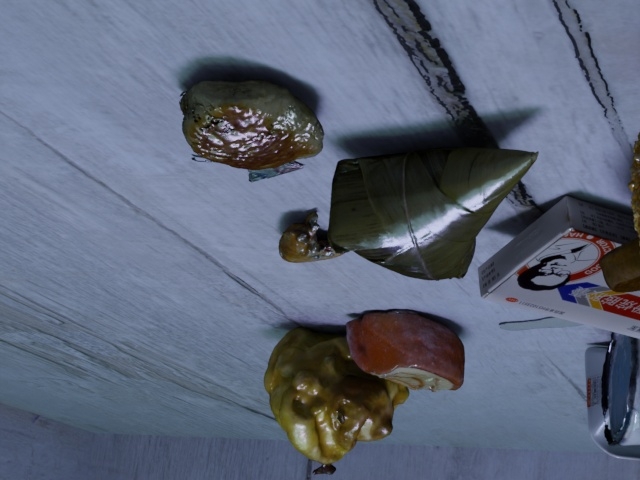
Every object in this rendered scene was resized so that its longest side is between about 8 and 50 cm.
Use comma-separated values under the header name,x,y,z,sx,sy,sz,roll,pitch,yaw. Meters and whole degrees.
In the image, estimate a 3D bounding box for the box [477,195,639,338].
name,x,y,z,sx,sy,sz,roll,pitch,yaw
box,0.435,0.051,1.796,0.353,0.069,0.214,16,143,-24

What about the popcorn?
name,x,y,z,sx,sy,sz,roll,pitch,yaw
popcorn,0.040,0.297,2.512,0.297,0.280,0.316,6,-157,-16

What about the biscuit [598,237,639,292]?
name,x,y,z,sx,sy,sz,roll,pitch,yaw
biscuit,0.538,-0.007,1.525,0.381,0.074,0.359,-18,171,11

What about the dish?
name,x,y,z,sx,sy,sz,roll,pitch,yaw
dish,0.593,0.304,2.356,0.154,0.234,0.064,6,152,-5

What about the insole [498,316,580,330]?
name,x,y,z,sx,sy,sz,roll,pitch,yaw
insole,0.422,0.156,2.308,0.197,0.004,0.065,-10,156,41

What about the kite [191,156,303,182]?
name,x,y,z,sx,sy,sz,roll,pitch,yaw
kite,-0.097,-0.105,1.663,0.157,0.011,0.139,3,159,5

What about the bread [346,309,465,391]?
name,x,y,z,sx,sy,sz,roll,pitch,yaw
bread,0.188,0.221,2.402,0.190,0.123,0.244,-13,155,43

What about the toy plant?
name,x,y,z,sx,sy,sz,roll,pitch,yaw
toy plant,0.687,0.273,2.210,0.332,0.247,0.247,7,162,0

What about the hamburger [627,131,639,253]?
name,x,y,z,sx,sy,sz,roll,pitch,yaw
hamburger,0.410,-0.064,1.156,0.170,0.302,0.302,19,160,-15

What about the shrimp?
name,x,y,z,sx,sy,sz,roll,pitch,yaw
shrimp,-0.002,-0.004,1.904,0.133,0.051,0.187,-13,167,-1

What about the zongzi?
name,x,y,z,sx,sy,sz,roll,pitch,yaw
zongzi,0.194,-0.036,1.581,0.300,0.145,0.274,-13,159,31

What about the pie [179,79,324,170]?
name,x,y,z,sx,sy,sz,roll,pitch,yaw
pie,-0.080,-0.136,1.453,0.163,0.078,0.193,-12,156,36
